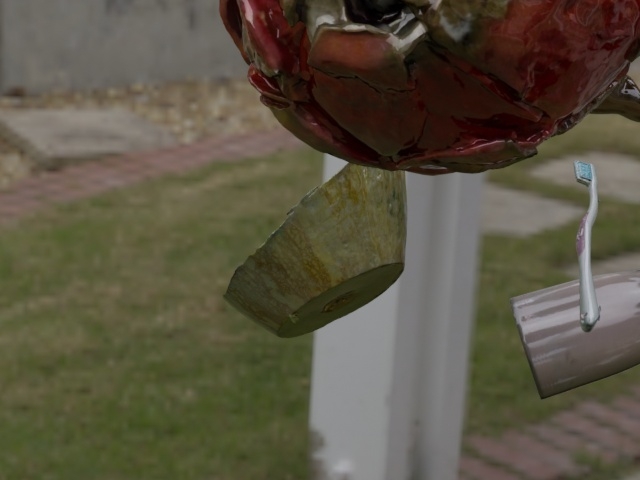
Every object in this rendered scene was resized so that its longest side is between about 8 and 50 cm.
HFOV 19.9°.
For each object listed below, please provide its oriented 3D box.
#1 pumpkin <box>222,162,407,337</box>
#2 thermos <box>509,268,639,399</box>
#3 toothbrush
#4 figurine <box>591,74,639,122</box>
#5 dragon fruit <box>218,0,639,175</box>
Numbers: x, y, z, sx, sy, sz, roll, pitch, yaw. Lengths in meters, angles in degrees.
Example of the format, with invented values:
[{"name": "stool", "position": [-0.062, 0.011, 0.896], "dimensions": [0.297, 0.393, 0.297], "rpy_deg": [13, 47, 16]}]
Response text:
[{"name": "pumpkin", "position": [0.014, 0.010, 1.618], "dimensions": [0.217, 0.110, 0.217], "rpy_deg": [-38, -2, -1]}, {"name": "thermos", "position": [0.291, 0.071, 1.807], "dimensions": [0.193, 0.105, 0.137], "rpy_deg": [-19, 20, 6]}, {"name": "toothbrush", "position": [0.211, 0.001, 1.430], "dimensions": [0.022, 0.017, 0.204], "rpy_deg": [18, 39, -9]}, {"name": "figurine", "position": [0.232, -0.240, 1.896], "dimensions": [0.247, 0.177, 0.173], "rpy_deg": [3, 46, 2]}, {"name": "dragon fruit", "position": [0.072, -0.173, 1.119], "dimensions": [0.277, 0.277, 0.342], "rpy_deg": [2, 9, -5]}]
